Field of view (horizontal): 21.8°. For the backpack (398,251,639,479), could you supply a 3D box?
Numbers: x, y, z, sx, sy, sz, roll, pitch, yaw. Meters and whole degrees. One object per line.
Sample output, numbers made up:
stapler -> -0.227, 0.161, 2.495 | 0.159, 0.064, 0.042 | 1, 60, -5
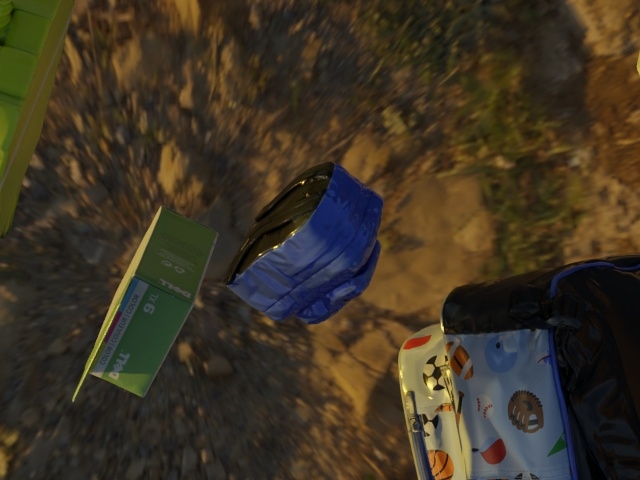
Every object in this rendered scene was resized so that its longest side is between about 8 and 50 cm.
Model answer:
backpack -> 0.191, 0.152, 1.227 | 0.276, 0.213, 0.263 | -7, 81, -47

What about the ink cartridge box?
ink cartridge box -> -0.154, 0.064, 1.484 | 0.062, 0.209, 0.109 | 27, 114, -7

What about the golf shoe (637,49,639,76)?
golf shoe -> 0.291, -0.158, 0.836 | 0.306, 0.140, 0.115 | -39, 66, 12

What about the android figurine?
android figurine -> -0.198, -0.070, 0.988 | 0.056, 0.273, 0.248 | 17, 48, -5

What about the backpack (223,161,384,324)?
backpack -> 0.000, 0.000, 1.314 | 0.101, 0.120, 0.098 | 32, 43, -16
